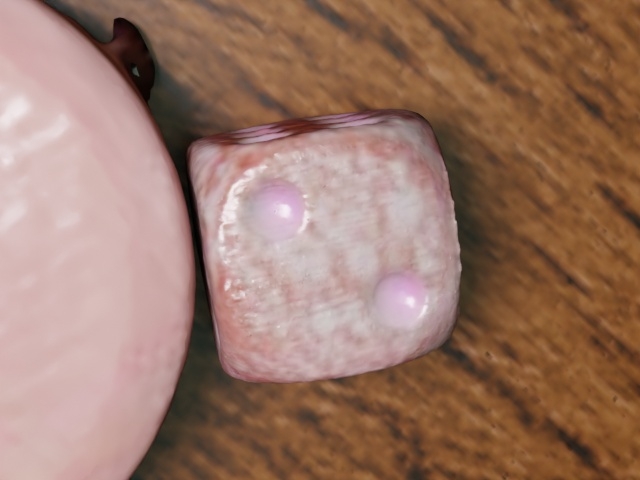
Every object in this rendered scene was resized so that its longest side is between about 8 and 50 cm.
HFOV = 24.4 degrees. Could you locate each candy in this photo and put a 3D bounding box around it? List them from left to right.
[{"bbox_3d":[-0.161,0.008,0.544,0.255,0.094,0.255,-1,97,-7],"label":"candy"}]

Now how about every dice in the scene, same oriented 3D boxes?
[{"bbox_3d":[0.000,0.000,0.567,0.094,0.093,0.091,-11,99,-8],"label":"dice"}]
